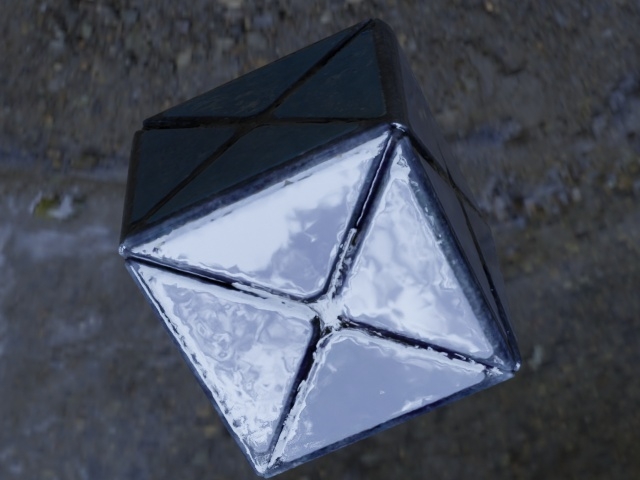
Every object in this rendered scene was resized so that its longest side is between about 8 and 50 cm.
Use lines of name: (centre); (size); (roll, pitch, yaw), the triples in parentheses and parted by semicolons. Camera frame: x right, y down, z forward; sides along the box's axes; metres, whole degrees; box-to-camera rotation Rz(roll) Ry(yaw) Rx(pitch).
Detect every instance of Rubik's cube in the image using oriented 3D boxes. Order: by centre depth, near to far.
Rubik's cube: (0.000, 0.000, 1.440); (0.259, 0.260, 0.255); (-26, 117, 8)
